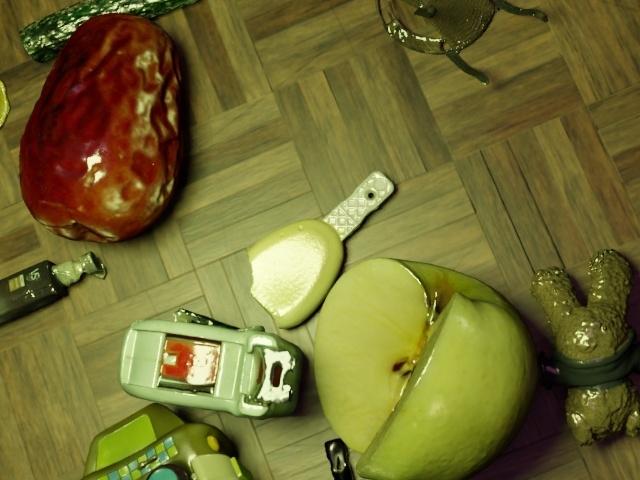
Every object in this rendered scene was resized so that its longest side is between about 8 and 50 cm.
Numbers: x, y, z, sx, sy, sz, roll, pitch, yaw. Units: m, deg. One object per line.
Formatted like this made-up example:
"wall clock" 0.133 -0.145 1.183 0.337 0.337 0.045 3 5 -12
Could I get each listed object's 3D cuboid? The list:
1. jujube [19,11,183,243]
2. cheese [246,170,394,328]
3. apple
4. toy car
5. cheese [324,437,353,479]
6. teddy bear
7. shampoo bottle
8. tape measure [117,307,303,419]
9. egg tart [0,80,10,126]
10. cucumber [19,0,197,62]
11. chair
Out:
"jujube" -0.296 -0.154 1.569 0.223 0.223 0.318 8 74 9
"cheese" 0.000 0.000 1.572 0.255 0.050 0.127 -45 76 -3
"apple" 0.142 0.171 1.421 0.233 0.295 0.258 10 102 -27
"toy car" -0.228 0.322 1.501 0.248 0.204 0.198 -31 55 0
"cheese" 0.036 0.347 1.515 0.086 0.036 0.163 -17 79 8
"teddy bear" 0.348 0.136 1.458 0.181 0.129 0.251 -11 79 8
"shampoo bottle" -0.411 0.071 1.614 0.207 0.063 0.057 -23 68 6
"tape measure" -0.134 0.159 1.464 0.246 0.243 0.125 9 81 9
"egg tart" -0.517 -0.202 1.684 0.105 0.039 0.105 -2 80 10
"cucumber" -0.298 -0.340 1.664 0.293 0.067 0.068 -20 78 4
"chair" 0.181 -0.338 1.585 0.174 0.149 0.213 -48 36 1
